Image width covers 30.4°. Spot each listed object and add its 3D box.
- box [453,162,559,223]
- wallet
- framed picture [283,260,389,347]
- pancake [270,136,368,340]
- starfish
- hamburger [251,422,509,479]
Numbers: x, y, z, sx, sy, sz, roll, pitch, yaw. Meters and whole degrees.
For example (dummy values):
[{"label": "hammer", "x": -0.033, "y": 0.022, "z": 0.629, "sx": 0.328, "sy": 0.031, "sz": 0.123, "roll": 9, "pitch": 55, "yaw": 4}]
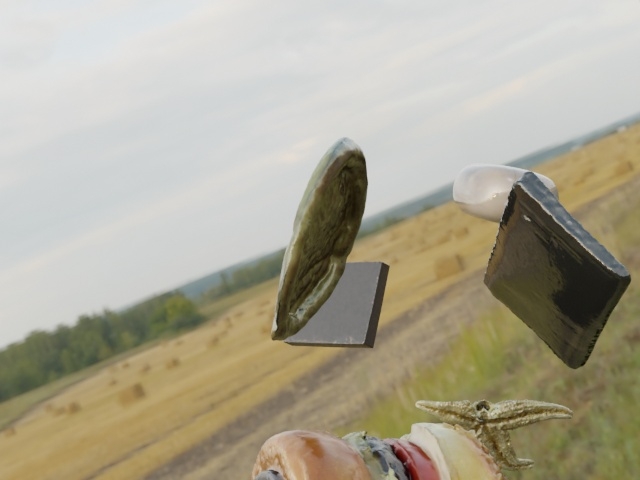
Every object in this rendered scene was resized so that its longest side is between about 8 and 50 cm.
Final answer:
[{"label": "box", "x": 0.281, "y": -0.069, "z": 1.796, "sx": 0.146, "sy": 0.088, "sz": 0.200, "roll": 10, "pitch": 3, "yaw": -10}, {"label": "wallet", "x": 0.200, "y": 0.036, "z": 1.022, "sx": 0.025, "sy": 0.124, "sz": 0.244, "roll": -39, "pitch": -18, "yaw": -14}, {"label": "framed picture", "x": 0.023, "y": 0.096, "z": 1.758, "sx": 0.168, "sy": 0.128, "sz": 0.023, "roll": -3, "pitch": -23, "yaw": 44}, {"label": "pancake", "x": -0.001, "y": 0.000, "z": 1.331, "sx": 0.031, "sy": 0.250, "sz": 0.250, "roll": 21, "pitch": 12, "yaw": 14}, {"label": "starfish", "x": 0.254, "y": 0.298, "z": 1.777, "sx": 0.247, "sy": 0.138, "sz": 0.050, "roll": 4, "pitch": 31, "yaw": -2}, {"label": "hamburger", "x": 0.068, "y": 0.347, "z": 1.199, "sx": 0.250, "sy": 0.330, "sz": 0.330, "roll": -2, "pitch": -7, "yaw": -18}]
